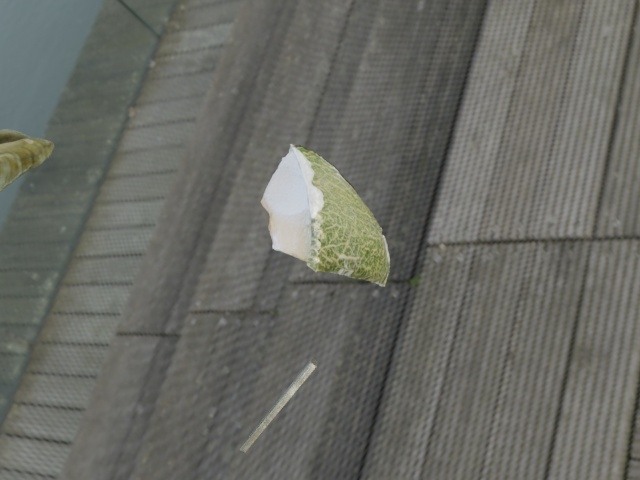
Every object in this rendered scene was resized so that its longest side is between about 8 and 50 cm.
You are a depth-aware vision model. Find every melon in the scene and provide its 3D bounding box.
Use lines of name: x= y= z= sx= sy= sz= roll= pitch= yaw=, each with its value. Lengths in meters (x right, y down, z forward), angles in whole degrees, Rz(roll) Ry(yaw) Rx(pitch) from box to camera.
melon: x=0.002 y=0.000 z=1.185 sx=0.093 sy=0.202 sz=0.139 roll=-32 pitch=19 yaw=24

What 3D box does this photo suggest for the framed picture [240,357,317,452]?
framed picture: x=-0.033 y=0.133 z=0.856 sx=0.007 sy=0.066 sz=0.089 roll=39 pitch=87 yaw=2

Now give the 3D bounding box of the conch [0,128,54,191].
conch: x=-0.379 y=0.003 z=0.871 sx=0.169 sy=0.203 sz=0.386 roll=-51 pitch=-1 yaw=26
